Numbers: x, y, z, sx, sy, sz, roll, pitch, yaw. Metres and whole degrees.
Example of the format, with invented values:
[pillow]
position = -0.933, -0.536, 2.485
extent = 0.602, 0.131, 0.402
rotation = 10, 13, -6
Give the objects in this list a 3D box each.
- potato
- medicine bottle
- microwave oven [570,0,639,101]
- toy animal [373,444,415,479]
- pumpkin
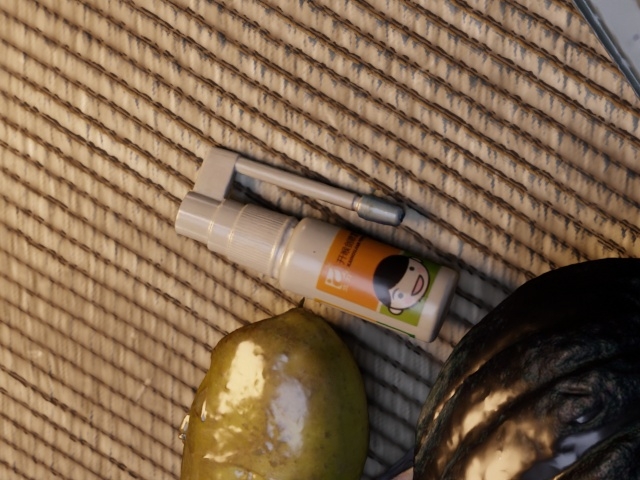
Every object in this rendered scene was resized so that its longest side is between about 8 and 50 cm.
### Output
[potato]
position = -0.036, 0.165, 1.569
extent = 0.149, 0.113, 0.251
rotation = 16, 104, 18
[medicine bottle]
position = 0.000, 0.000, 1.530
extent = 0.221, 0.061, 0.092
rotation = 20, 89, 9
[microwave oven]
position = 0.297, -0.168, 1.207
extent = 0.236, 0.374, 0.432
rotation = -32, 102, 16
[toy animal]
position = 0.101, 0.263, 1.578
extent = 0.367, 0.081, 0.205
rotation = -17, 101, 25
[pumpkin]
position = 0.236, 0.177, 1.359
extent = 0.363, 0.363, 0.266
rotation = 39, 122, 0
